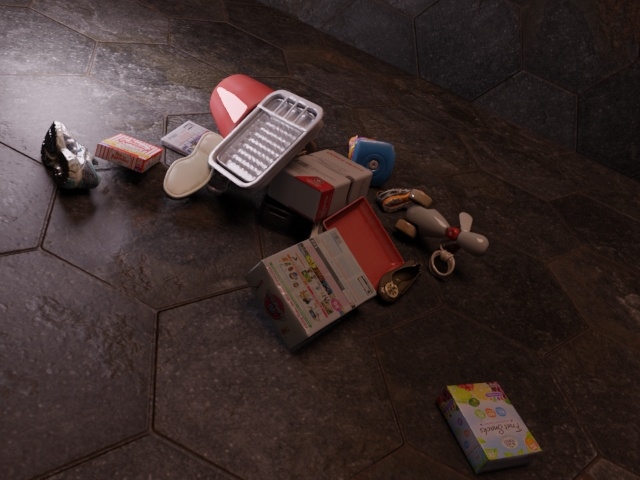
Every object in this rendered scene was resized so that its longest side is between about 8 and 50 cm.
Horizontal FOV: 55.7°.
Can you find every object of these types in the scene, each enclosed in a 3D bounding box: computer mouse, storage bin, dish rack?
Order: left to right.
[{"bbox_3d":[-0.326,-0.188,1.945,0.106,0.042,0.193,26,28,-4],"label":"computer mouse"},{"bbox_3d":[-0.156,-0.293,1.817,0.333,0.072,0.285,-46,45,-9],"label":"dish rack"},{"bbox_3d":[-0.119,-0.109,1.920,0.122,0.084,0.180,22,33,-1],"label":"storage bin"}]

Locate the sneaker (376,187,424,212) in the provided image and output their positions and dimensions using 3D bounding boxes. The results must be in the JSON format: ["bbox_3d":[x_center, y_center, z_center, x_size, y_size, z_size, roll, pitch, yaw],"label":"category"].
[{"bbox_3d":[0.300,-0.162,2.244,0.215,0.084,0.083,-8,40,-36],"label":"sneaker"}]

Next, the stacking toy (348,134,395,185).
[{"bbox_3d":[0.167,-0.343,2.377,0.165,0.175,0.302,6,24,-16],"label":"stacking toy"}]

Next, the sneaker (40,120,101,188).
[{"bbox_3d":[-0.718,-0.236,1.747,0.122,0.110,0.283,13,34,-47],"label":"sneaker"}]

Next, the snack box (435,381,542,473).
[{"bbox_3d":[0.409,0.452,1.483,0.174,0.070,0.207,2,41,-29],"label":"snack box"}]

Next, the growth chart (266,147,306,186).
[{"bbox_3d":[-0.118,-0.238,1.928,0.021,0.172,0.237,59,-2,7],"label":"growth chart"}]

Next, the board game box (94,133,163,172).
[{"bbox_3d":[-0.581,-0.269,1.854,0.146,0.045,0.193,20,17,-6],"label":"board game box"}]

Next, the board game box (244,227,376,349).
[{"bbox_3d":[-0.018,0.118,1.594,0.303,0.097,0.224,-23,78,-48],"label":"board game box"}]

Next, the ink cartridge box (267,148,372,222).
[{"bbox_3d":[0.003,-0.178,1.888,0.197,0.114,0.273,32,35,27],"label":"ink cartridge box"}]

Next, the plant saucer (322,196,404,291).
[{"bbox_3d":[0.124,0.019,1.841,0.258,0.048,0.259,58,38,-2],"label":"plant saucer"}]

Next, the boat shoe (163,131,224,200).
[{"bbox_3d":[-0.392,-0.213,1.885,0.116,0.099,0.319,31,46,-6],"label":"boat shoe"}]

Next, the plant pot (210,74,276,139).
[{"bbox_3d":[-0.243,-0.427,2.079,0.275,0.275,0.243,-9,45,-38],"label":"plant pot"}]

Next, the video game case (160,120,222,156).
[{"bbox_3d":[-0.427,-0.340,2.106,0.183,0.023,0.201,26,33,4],"label":"video game case"}]

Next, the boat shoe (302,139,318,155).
[{"bbox_3d":[-0.155,-0.423,2.283,0.355,0.132,0.130,30,35,7],"label":"boat shoe"}]

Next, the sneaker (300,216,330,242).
[{"bbox_3d":[0.000,0.000,1.846,0.108,0.100,0.271,30,37,-12],"label":"sneaker"}]

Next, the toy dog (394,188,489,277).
[{"bbox_3d":[0.410,-0.030,2.065,0.334,0.220,0.161,53,12,25],"label":"toy dog"}]

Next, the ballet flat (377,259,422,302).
[{"bbox_3d":[0.249,0.117,1.835,0.250,0.058,0.084,-28,94,-52],"label":"ballet flat"}]
